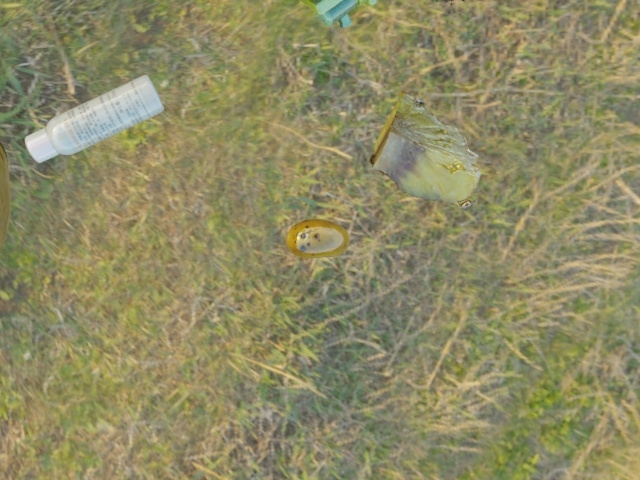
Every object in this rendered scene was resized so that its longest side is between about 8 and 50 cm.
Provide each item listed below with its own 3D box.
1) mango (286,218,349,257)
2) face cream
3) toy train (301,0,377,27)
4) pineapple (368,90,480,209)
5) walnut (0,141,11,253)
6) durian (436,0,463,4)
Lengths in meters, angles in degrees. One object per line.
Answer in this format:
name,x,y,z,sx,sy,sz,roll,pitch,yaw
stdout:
mango,0.001,-0.001,1.857,0.178,0.115,0.090,9,71,-44
face cream,-0.440,-0.231,1.571,0.269,0.082,0.082,-25,113,-4
toy train,0.096,-0.518,1.455,0.369,0.150,0.237,-37,137,-4
pineapple,0.159,-0.144,1.312,0.186,0.236,0.114,-1,125,-37
walnut,-0.586,-0.045,1.034,0.354,0.308,0.398,9,116,-29
durian,0.135,-0.284,0.815,0.148,0.188,0.091,-11,102,-7
